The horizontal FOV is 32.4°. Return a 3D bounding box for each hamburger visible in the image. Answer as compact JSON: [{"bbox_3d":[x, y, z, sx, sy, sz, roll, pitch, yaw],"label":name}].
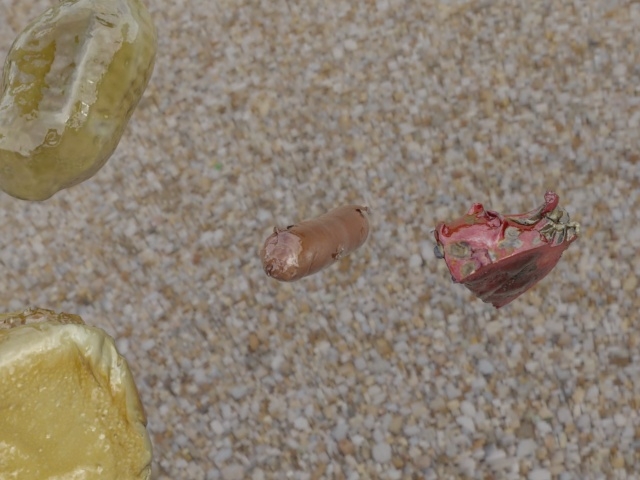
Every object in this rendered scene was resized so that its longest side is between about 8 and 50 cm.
[{"bbox_3d":[-0.232,0.156,0.880,0.214,0.213,0.108,-44,25,-19],"label":"hamburger"}]

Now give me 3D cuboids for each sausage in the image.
[{"bbox_3d":[0.000,0.000,1.869,0.094,0.094,0.419,-14,3,20],"label":"sausage"}]

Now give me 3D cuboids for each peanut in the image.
[{"bbox_3d":[-0.235,-0.140,1.027,0.129,0.129,0.224,9,65,27],"label":"peanut"}]

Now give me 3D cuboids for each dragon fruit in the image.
[{"bbox_3d":[0.297,-0.003,1.723,0.211,0.262,0.134,-25,69,12],"label":"dragon fruit"}]
